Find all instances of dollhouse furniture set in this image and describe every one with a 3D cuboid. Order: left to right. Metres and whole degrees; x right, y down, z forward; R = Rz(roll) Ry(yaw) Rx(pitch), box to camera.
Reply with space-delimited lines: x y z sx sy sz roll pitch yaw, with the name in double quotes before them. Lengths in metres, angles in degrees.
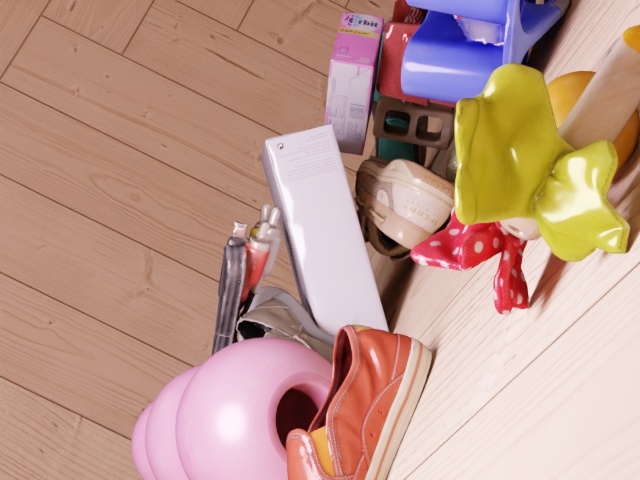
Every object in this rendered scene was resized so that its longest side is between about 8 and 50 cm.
"dollhouse furniture set" 0.152 -0.163 2.231 0.201 0.152 0.374 -71 -9 -67

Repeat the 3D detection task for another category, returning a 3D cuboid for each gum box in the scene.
"gum box" 0.046 -0.220 2.148 0.188 0.062 0.107 96 -175 -49

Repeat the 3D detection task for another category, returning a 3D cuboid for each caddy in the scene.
"caddy" 0.206 -0.293 1.767 0.341 0.179 0.241 -68 -19 -55

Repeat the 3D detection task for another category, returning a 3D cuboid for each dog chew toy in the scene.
"dog chew toy" -0.105 0.227 1.723 0.332 0.206 0.207 -20 39 53

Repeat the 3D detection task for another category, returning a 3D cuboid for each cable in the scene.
"cable" -0.101 0.098 1.926 0.139 0.072 0.287 -80 -2 -75

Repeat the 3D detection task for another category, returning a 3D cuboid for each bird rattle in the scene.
"bird rattle" 0.176 -0.049 1.069 0.207 0.143 0.253 -52 -12 -10

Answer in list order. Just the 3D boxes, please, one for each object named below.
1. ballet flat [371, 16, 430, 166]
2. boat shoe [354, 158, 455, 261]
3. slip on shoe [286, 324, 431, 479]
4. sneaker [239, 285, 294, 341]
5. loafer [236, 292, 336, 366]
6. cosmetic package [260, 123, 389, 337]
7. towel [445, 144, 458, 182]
"ballet flat" 0.129 -0.226 2.395 0.106 0.107 0.316 -59 -24 -57
"boat shoe" 0.093 -0.036 1.986 0.110 0.121 0.341 -63 4 -4
"slip on shoe" 0.006 0.225 1.428 0.331 0.101 0.123 -67 6 -26
"sneaker" -0.056 0.218 1.994 0.169 0.108 0.292 -97 3 -79
"loafer" -0.027 0.152 1.822 0.251 0.087 0.094 41 141 53
"cosmetic package" 0.000 0.000 2.043 0.377 0.097 0.284 -174 70 -87
"towel" 0.206 -0.150 1.912 0.148 0.027 0.110 -64 4 -36
